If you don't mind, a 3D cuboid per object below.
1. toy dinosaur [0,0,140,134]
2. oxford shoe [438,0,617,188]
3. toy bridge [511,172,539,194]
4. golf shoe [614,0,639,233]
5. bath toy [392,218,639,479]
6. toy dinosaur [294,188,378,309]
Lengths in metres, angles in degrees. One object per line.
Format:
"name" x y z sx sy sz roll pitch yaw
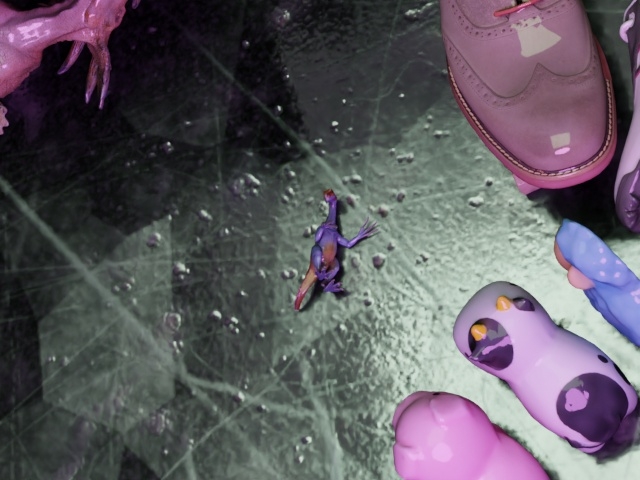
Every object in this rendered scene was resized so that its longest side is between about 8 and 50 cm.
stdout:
"toy dinosaur" -0.298 -0.161 1.602 0.295 0.200 0.127 -7 98 32
"oxford shoe" 0.142 -0.199 1.422 0.123 0.130 0.348 -20 58 3
"toy bridge" 0.163 -0.127 1.485 0.063 0.026 0.188 -25 66 11
"golf shoe" 0.288 -0.131 1.413 0.120 0.105 0.273 20 81 47
"bath toy" 0.121 0.151 1.362 0.151 0.129 0.348 37 90 26
"toy dinosaur" 0.000 0.000 1.505 0.090 0.047 0.082 -28 47 23
